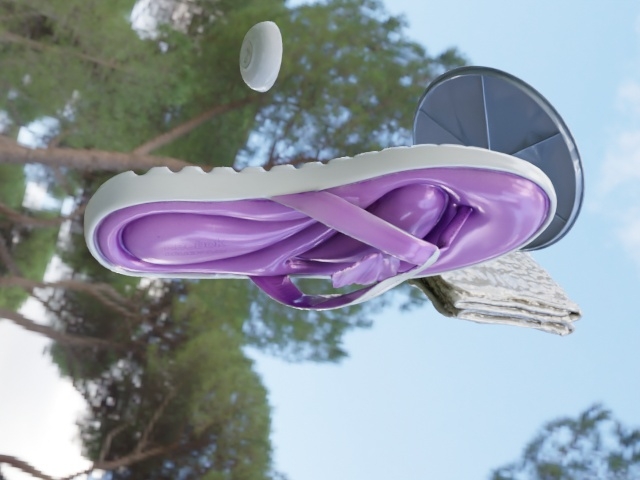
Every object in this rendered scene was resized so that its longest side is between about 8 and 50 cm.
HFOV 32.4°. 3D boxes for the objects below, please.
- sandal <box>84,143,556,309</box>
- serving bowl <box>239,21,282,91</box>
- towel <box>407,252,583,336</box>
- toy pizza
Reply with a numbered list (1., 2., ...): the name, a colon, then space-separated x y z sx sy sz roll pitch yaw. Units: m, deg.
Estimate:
1. sandal: 0.001 0.009 0.974 0.169 0.416 0.102 84 3 -54
2. serving bowl: -0.076 -0.219 1.304 0.083 0.027 0.083 -10 -101 62
3. towel: 0.185 0.026 1.356 0.282 0.187 0.049 -117 -138 -58
4. toy pizza: 0.177 -0.081 1.090 0.201 0.032 0.201 27 -45 32
